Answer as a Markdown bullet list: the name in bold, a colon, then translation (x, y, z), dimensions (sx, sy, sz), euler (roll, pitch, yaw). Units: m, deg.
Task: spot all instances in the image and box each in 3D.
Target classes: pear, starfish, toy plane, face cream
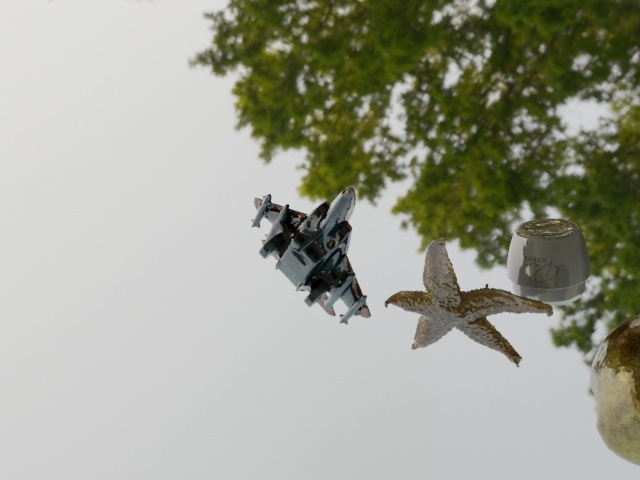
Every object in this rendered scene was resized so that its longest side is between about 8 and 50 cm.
- **pear**: translation (0.419, 0.185, 1.178), dimensions (0.197, 0.197, 0.197), euler (9, -125, -13)
- **starfish**: translation (0.207, 0.093, 1.369), dimensions (0.231, 0.295, 0.048), euler (14, -128, 12)
- **toy plane**: translation (-0.005, 0.005, 1.224), dimensions (0.104, 0.326, 0.223), euler (-42, -97, -15)
- **face cream**: translation (0.325, 0.031, 1.387), dimensions (0.117, 0.104, 0.117), euler (-6, -160, 2)
